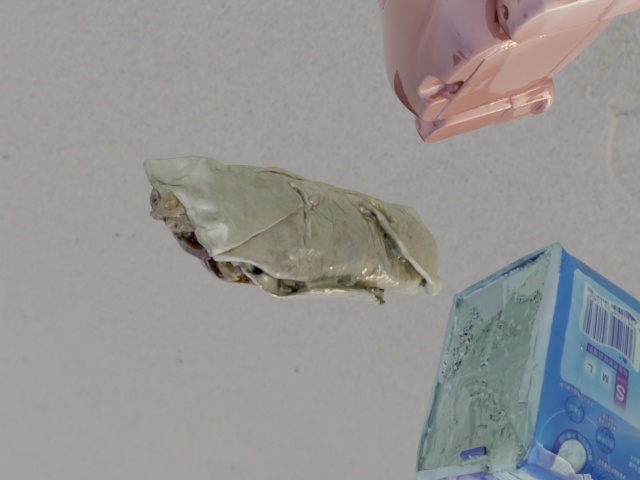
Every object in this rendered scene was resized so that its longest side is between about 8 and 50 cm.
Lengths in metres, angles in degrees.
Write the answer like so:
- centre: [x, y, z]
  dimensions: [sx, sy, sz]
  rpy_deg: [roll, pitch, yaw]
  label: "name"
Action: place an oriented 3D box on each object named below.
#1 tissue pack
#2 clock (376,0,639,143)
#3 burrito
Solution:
- centre: [0.229, 0.161, 0.739]
  dimensions: [0.263, 0.198, 0.146]
  rpy_deg: [34, 143, -20]
  label: "tissue pack"
- centre: [0.060, -0.141, 0.399]
  dimensions: [0.093, 0.162, 0.166]
  rpy_deg: [-17, 169, -14]
  label: "clock"
- centre: [0.000, 0.000, 0.806]
  dimensions: [0.076, 0.117, 0.392]
  rpy_deg: [-26, 160, 31]
  label: "burrito"
